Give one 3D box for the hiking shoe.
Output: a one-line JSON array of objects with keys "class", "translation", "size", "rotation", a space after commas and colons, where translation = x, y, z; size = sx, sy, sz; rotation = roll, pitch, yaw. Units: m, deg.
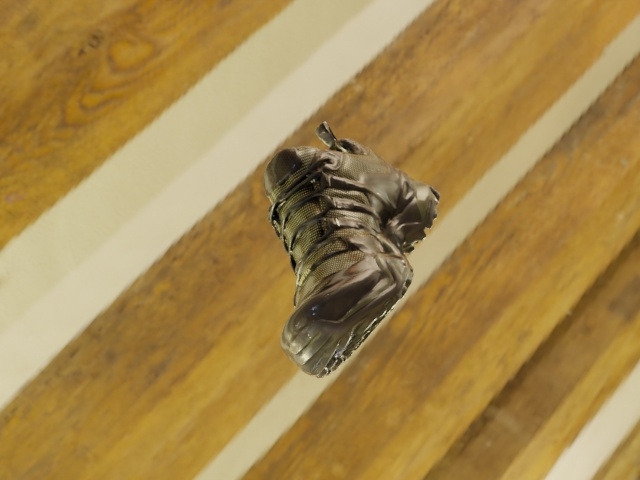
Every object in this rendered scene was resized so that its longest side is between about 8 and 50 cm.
[{"class": "hiking shoe", "translation": [0.000, 0.000, 0.710], "size": [0.086, 0.114, 0.227], "rotation": [-51, 4, 28]}]
